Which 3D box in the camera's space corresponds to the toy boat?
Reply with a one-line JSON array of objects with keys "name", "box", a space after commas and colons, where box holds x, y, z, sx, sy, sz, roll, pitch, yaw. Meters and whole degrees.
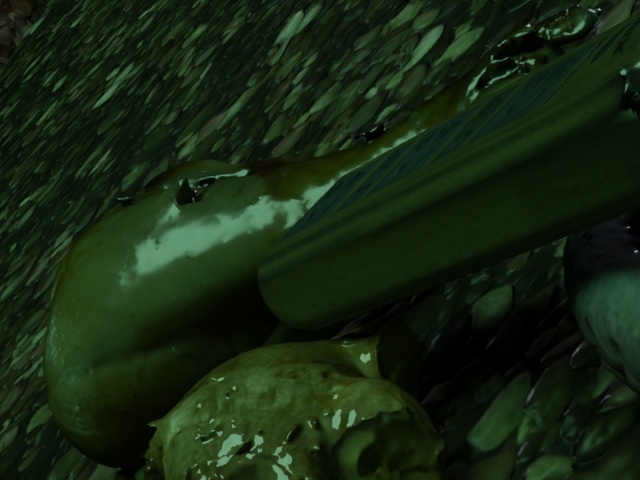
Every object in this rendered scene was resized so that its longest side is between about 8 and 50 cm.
[{"name": "toy boat", "box": [0.167, -0.010, 0.805, 0.155, 0.085, 0.227, -45, 17, 5]}]

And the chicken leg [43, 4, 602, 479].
[{"name": "chicken leg", "box": [0.000, 0.000, 1.120, 0.429, 0.153, 0.201, -30, 36, 26]}]

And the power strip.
[{"name": "power strip", "box": [0.084, -0.034, 0.854, 0.092, 0.066, 0.387, -45, 10, -30]}]

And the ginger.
[{"name": "ginger", "box": [-0.013, 0.106, 0.946, 0.157, 0.102, 0.216, -16, 14, 2]}]
